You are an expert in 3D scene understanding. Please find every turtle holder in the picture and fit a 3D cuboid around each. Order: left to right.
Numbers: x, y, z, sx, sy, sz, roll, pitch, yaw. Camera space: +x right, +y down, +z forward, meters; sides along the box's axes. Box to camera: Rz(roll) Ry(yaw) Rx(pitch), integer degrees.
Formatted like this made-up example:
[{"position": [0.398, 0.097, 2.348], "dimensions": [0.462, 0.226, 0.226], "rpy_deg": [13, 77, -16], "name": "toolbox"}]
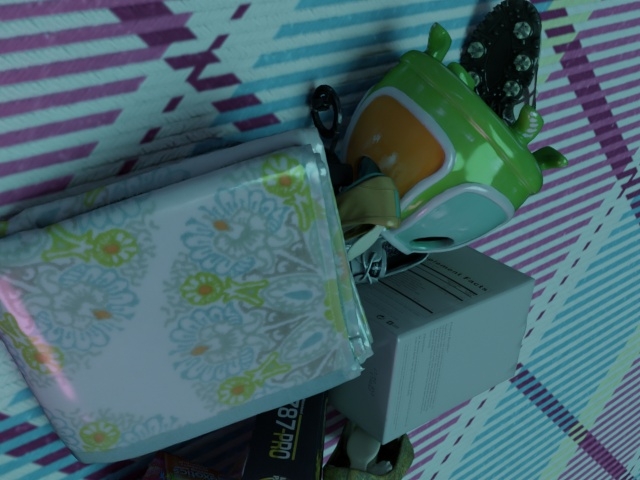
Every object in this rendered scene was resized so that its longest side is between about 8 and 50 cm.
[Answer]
[{"position": [0.150, -0.104, 1.126], "dimensions": [0.227, 0.243, 0.320], "rpy_deg": [-46, 177, 7], "name": "turtle holder"}]

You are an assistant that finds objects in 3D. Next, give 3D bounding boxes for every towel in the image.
[{"position": [-0.141, 0.068, 0.929], "dimensions": [0.374, 0.090, 0.321], "rpy_deg": [-19, 126, -7], "name": "towel"}]

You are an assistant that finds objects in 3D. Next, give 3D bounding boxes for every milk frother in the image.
[{"position": [-0.039, -0.107, 1.018], "dimensions": [0.134, 0.129, 0.143], "rpy_deg": [-2, 71, -45], "name": "milk frother"}]

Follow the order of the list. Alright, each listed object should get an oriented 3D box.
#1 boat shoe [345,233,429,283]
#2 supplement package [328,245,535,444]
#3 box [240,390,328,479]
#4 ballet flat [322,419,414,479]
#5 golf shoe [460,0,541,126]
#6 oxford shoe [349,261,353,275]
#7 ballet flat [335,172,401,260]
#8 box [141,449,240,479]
[{"position": [0.062, 0.019, 1.189], "dimensions": [0.227, 0.081, 0.079], "rpy_deg": [-14, 122, -39], "name": "boat shoe"}, {"position": [0.144, 0.133, 1.268], "dimensions": [0.293, 0.175, 0.178], "rpy_deg": [-16, 123, -38], "name": "supplement package"}, {"position": [-0.056, 0.401, 1.154], "dimensions": [0.318, 0.097, 0.395], "rpy_deg": [-74, 169, -62], "name": "box"}, {"position": [0.071, 0.303, 1.258], "dimensions": [0.348, 0.123, 0.123], "rpy_deg": [-41, 151, -74], "name": "ballet flat"}, {"position": [0.265, -0.222, 1.259], "dimensions": [0.120, 0.105, 0.273], "rpy_deg": [-38, 143, -46], "name": "golf shoe"}, {"position": [-0.056, 0.098, 1.089], "dimensions": [0.227, 0.083, 0.096], "rpy_deg": [-22, 128, -12], "name": "oxford shoe"}, {"position": [0.000, 0.000, 1.023], "dimensions": [0.080, 0.073, 0.232], "rpy_deg": [3, 154, -46], "name": "ballet flat"}, {"position": [-0.199, 0.416, 1.095], "dimensions": [0.122, 0.128, 0.257], "rpy_deg": [-71, -177, -79], "name": "box"}]
